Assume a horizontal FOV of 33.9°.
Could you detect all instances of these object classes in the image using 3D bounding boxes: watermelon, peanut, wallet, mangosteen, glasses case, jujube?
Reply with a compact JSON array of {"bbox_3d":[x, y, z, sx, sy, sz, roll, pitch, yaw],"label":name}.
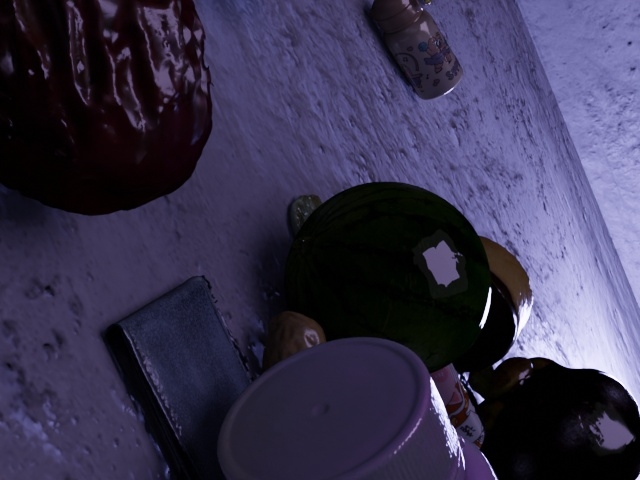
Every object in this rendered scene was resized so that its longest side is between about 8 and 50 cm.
[{"bbox_3d":[0.079,0.047,1.231,0.242,0.242,0.242,44,35,-42],"label":"watermelon"},{"bbox_3d":[-0.009,0.168,1.145,0.193,0.089,0.089,66,25,-6],"label":"peanut"},{"bbox_3d":[-0.114,0.155,1.011,0.222,0.036,0.167,64,26,-5],"label":"wallet"},{"bbox_3d":[0.343,0.294,1.580,0.287,0.287,0.233,-82,152,-46],"label":"mangosteen"},{"bbox_3d":[0.133,0.177,1.400,0.266,0.103,0.067,63,28,-9],"label":"glasses case"},{"bbox_3d":[-0.219,-0.206,0.865,0.258,0.258,0.376,5,73,-62],"label":"jujube"}]

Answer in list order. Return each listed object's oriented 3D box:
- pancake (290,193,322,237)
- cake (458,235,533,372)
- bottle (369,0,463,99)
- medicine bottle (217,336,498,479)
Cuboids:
[{"bbox_3d":[-0.001,0.001,1.363,0.116,0.022,0.129,-22,91,-62],"label":"pancake"},{"bbox_3d":[0.216,0.073,1.518,0.185,0.207,0.178,37,41,5],"label":"cake"},{"bbox_3d":[0.176,-0.363,1.891,0.209,0.110,0.097,54,29,-30],"label":"bottle"},{"bbox_3d":[0.052,0.265,0.968,0.241,0.241,0.302,-70,143,-54],"label":"medicine bottle"}]
